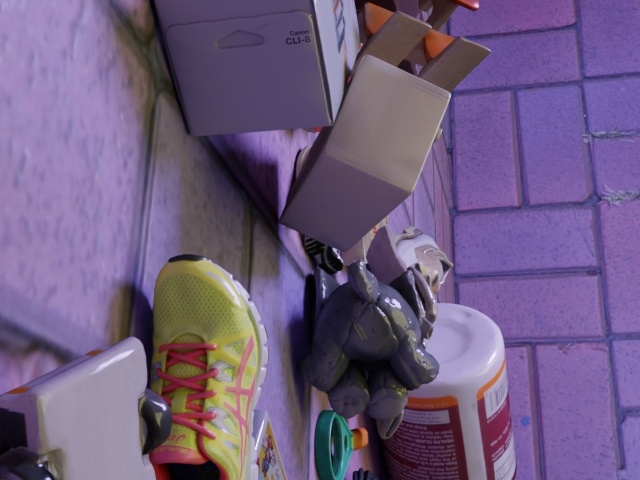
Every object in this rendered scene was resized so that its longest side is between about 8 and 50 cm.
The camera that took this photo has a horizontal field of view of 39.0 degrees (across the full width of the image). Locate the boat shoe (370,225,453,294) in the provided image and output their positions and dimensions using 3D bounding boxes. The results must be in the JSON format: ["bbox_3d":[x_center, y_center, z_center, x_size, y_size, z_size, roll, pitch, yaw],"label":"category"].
[{"bbox_3d":[0.147,0.053,1.467,0.113,0.103,0.302,-63,170,24],"label":"boat shoe"}]

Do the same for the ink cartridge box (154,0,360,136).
[{"bbox_3d":[-0.046,-0.184,0.770,0.176,0.128,0.127,-73,156,-56],"label":"ink cartridge box"}]

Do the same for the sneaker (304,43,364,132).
[{"bbox_3d":[0.006,-0.186,1.046,0.314,0.116,0.136,-13,128,-67],"label":"sneaker"}]

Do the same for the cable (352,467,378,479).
[{"bbox_3d":[0.052,0.386,1.224,0.184,0.047,0.150,-65,143,-60],"label":"cable"}]

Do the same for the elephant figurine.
[{"bbox_3d":[0.049,0.103,1.117,0.169,0.186,0.239,37,15,-11],"label":"elephant figurine"}]

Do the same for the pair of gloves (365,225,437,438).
[{"bbox_3d":[0.098,0.125,1.244,0.204,0.042,0.240,-114,-149,-46],"label":"pair of gloves"}]

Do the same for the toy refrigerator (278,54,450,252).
[{"bbox_3d":[0.037,-0.071,0.891,0.269,0.094,0.102,130,-17,-74],"label":"toy refrigerator"}]

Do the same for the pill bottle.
[{"bbox_3d":[0.210,0.322,1.513,0.224,0.224,0.392,-73,156,-58],"label":"pill bottle"}]

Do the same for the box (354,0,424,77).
[{"bbox_3d":[0.059,-0.337,1.265,0.381,0.143,0.191,55,33,-63],"label":"box"}]

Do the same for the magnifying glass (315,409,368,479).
[{"bbox_3d":[0.031,0.268,1.194,0.231,0.026,0.092,34,53,-75],"label":"magnifying glass"}]

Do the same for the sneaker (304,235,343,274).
[{"bbox_3d":[0.000,0.000,1.134,0.109,0.040,0.044,73,1,-55],"label":"sneaker"}]

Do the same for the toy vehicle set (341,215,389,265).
[{"bbox_3d":[0.071,-0.052,1.444,0.267,0.035,0.166,-10,96,-77],"label":"toy vehicle set"}]

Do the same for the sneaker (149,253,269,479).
[{"bbox_3d":[-0.084,0.114,0.617,0.094,0.081,0.208,-34,119,-73],"label":"sneaker"}]

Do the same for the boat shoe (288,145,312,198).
[{"bbox_3d":[-0.007,-0.067,1.089,0.135,0.045,0.050,-81,162,-46],"label":"boat shoe"}]

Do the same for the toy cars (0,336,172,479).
[{"bbox_3d":[-0.100,0.207,0.513,0.394,0.087,0.176,65,36,-47],"label":"toy cars"}]

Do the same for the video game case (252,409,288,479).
[{"bbox_3d":[-0.054,0.305,0.809,0.206,0.026,0.227,-74,156,-56],"label":"video game case"}]

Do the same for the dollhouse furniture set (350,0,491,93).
[{"bbox_3d":[0.055,-0.304,0.912,0.135,0.259,0.262,-43,-138,45],"label":"dollhouse furniture set"}]
